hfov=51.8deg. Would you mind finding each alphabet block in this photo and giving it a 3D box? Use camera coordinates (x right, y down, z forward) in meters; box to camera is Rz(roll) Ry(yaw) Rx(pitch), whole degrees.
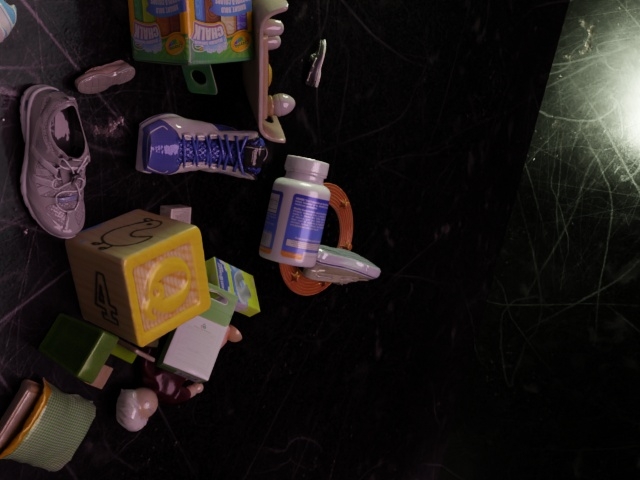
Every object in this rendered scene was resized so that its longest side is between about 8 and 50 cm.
[{"bbox_3d":[-0.362,0.068,1.320,0.192,0.197,0.193,-32,126,-44],"label":"alphabet block"}]

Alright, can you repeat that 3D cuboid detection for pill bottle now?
[{"bbox_3d":[-0.059,-0.077,1.705,0.152,0.152,0.271,8,96,-54],"label":"pill bottle"}]

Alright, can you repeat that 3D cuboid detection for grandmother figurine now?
[{"bbox_3d":[-0.336,0.290,1.516,0.342,0.104,0.207,-48,112,-35],"label":"grandmother figurine"}]

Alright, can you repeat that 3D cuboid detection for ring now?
[{"bbox_3d":[0.000,0.000,1.912,0.337,0.032,0.336,-22,118,-48],"label":"ring"}]

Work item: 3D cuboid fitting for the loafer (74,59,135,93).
[{"bbox_3d":[-0.415,-0.314,1.256,0.125,0.039,0.045,-31,158,-40],"label":"loafer"}]

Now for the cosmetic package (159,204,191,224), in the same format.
[{"bbox_3d":[-0.325,-0.020,1.468,0.060,0.041,0.115,-7,108,-52],"label":"cosmetic package"}]

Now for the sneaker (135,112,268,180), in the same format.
[{"bbox_3d":[-0.224,-0.201,1.419,0.316,0.182,0.127,-9,108,-51],"label":"sneaker"}]

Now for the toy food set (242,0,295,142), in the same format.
[{"bbox_3d":[-0.107,-0.394,1.420,0.093,0.219,0.306,-6,131,-14],"label":"toy food set"}]

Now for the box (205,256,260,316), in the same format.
[{"bbox_3d":[-0.222,0.112,1.605,0.178,0.042,0.109,32,36,-52],"label":"box"}]

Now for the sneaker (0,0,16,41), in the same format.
[{"bbox_3d":[-0.568,-0.403,0.993,0.237,0.085,0.086,47,39,-45],"label":"sneaker"}]

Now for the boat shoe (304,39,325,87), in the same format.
[{"bbox_3d":[-0.013,-0.465,1.723,0.046,0.038,0.125,-127,-132,-81],"label":"boat shoe"}]

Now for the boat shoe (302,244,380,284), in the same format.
[{"bbox_3d":[0.057,0.081,1.923,0.302,0.109,0.094,16,104,-45],"label":"boat shoe"}]

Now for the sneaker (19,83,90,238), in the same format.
[{"bbox_3d":[-0.468,-0.131,1.178,0.105,0.115,0.281,-26,122,-46],"label":"sneaker"}]

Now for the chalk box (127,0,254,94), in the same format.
[{"bbox_3d":[-0.255,-0.434,1.298,0.179,0.180,0.288,-21,118,-48],"label":"chalk box"}]

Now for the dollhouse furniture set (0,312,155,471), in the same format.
[{"bbox_3d":[-0.478,0.324,1.296,0.197,0.151,0.301,46,66,-50],"label":"dollhouse furniture set"}]

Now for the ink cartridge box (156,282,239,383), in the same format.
[{"bbox_3d":[-0.274,0.204,1.485,0.109,0.062,0.209,27,63,-18],"label":"ink cartridge box"}]
